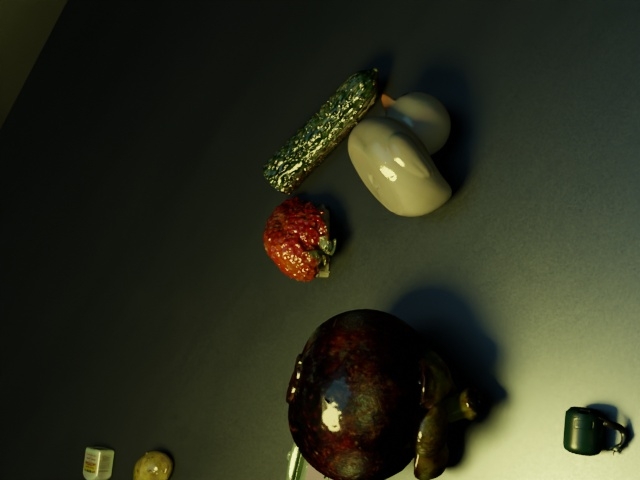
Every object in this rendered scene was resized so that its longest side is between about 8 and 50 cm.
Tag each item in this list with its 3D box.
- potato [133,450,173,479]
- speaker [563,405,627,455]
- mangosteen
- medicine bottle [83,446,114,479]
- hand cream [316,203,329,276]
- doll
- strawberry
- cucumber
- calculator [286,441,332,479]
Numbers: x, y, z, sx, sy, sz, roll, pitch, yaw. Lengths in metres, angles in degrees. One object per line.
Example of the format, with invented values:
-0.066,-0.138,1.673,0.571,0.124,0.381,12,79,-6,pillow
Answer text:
-0.430,0.583,1.985,0.138,0.070,0.091,-38,56,31,potato
0.436,0.308,1.256,0.094,0.060,0.075,0,81,43,speaker
0.093,0.288,1.434,0.330,0.330,0.330,-12,72,41,mangosteen
-0.610,0.628,2.151,0.074,0.055,0.118,-1,80,42,medicine bottle
0.000,0.000,1.761,0.057,0.037,0.165,-1,86,42,hand cream
0.179,-0.178,1.551,0.221,0.221,0.251,-41,78,29,doll
-0.068,-0.003,1.742,0.236,0.106,0.175,20,108,59,strawberry
0.012,-0.252,1.767,0.359,0.096,0.096,-44,54,23,cucumber
0.016,0.480,1.615,0.246,0.045,0.141,13,88,45,calculator
